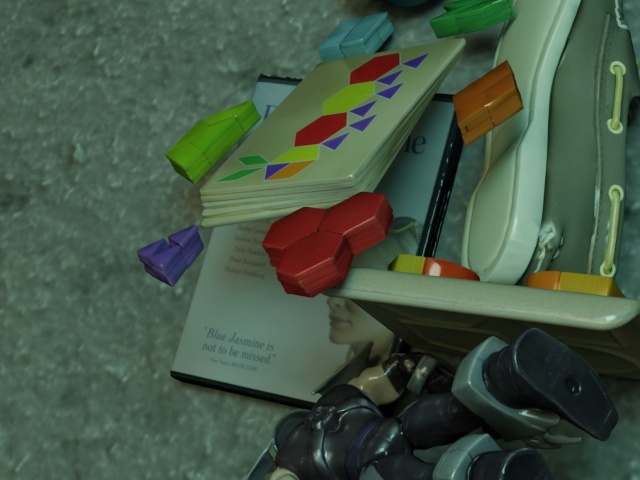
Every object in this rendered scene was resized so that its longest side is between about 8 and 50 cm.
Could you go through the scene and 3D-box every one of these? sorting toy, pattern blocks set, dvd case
[{"bbox_3d":[0.119,0.047,0.821,0.193,0.208,0.038,6,79,26],"label":"sorting toy"},{"bbox_3d":[0.008,-0.072,0.901,0.285,0.026,0.325,3,40,46],"label":"pattern blocks set"},{"bbox_3d":[0.000,0.000,0.997,0.180,0.022,0.253,9,75,26],"label":"dvd case"}]

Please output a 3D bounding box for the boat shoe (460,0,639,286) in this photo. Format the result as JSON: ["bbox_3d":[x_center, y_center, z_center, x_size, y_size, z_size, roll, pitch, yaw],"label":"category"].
[{"bbox_3d":[0.172,-0.090,0.916,0.091,0.109,0.305,21,63,-12],"label":"boat shoe"}]

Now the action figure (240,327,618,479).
[{"bbox_3d":[0.050,0.134,0.815,0.285,0.099,0.185,-15,39,57],"label":"action figure"}]

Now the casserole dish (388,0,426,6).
[{"bbox_3d":[0.093,-0.253,1.031,0.188,0.037,0.114,-43,53,-1],"label":"casserole dish"}]
